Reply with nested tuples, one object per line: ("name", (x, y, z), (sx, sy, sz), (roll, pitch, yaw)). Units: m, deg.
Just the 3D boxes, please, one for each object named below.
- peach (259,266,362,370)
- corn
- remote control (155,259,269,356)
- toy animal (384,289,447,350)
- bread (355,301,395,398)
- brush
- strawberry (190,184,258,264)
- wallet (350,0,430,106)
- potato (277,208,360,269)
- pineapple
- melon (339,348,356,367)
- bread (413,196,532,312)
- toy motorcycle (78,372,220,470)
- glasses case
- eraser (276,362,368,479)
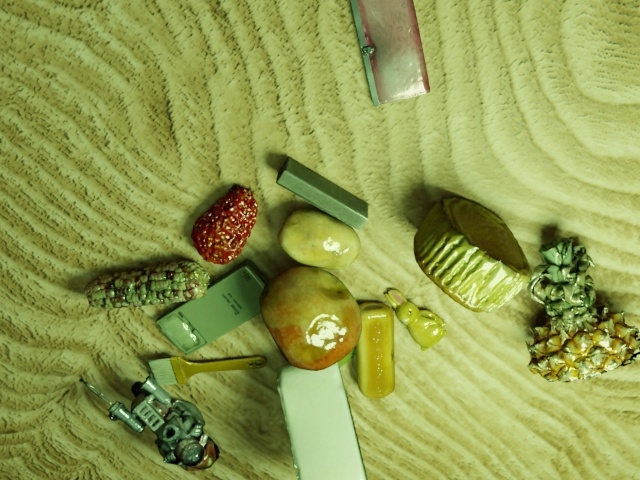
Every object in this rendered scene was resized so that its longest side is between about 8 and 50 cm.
("peach", (-0.031, 0.157, 1.781), (0.214, 0.214, 0.235), (-36, 120, 17))
("corn", (-0.383, 0.105, 1.840), (0.280, 0.092, 0.092), (-9, 115, 10))
("remote control", (-0.239, 0.158, 1.890), (0.285, 0.038, 0.123), (-34, 109, 19))
("toy animal", (0.203, 0.175, 1.866), (0.159, 0.070, 0.083), (40, 109, -10))
("bread", (0.122, 0.251, 1.898), (0.092, 0.074, 0.239), (-7, 117, -7))
("brush", (-0.262, 0.300, 1.957), (0.272, 0.013, 0.103), (-6, 136, 1))
("strawberry", (-0.207, -0.028, 1.772), (0.121, 0.082, 0.188), (28, 117, -8))
("wallet", (0.137, -0.385, 1.617), (0.119, 0.025, 0.232), (-12, 116, 7))
("potato", (0.000, 0.000, 1.763), (0.178, 0.109, 0.119), (18, 90, -11))
("pineapple", (0.528, 0.126, 1.762), (0.262, 0.262, 0.272), (-17, 101, 10))
("melon", (0.003, 0.298, 1.953), (0.114, 0.053, 0.262), (17, 121, -26))
("bread", (0.305, 0.031, 1.688), (0.227, 0.253, 0.142), (32, 116, -16))
("toy motorcycle", (-0.375, 0.413, 1.926), (0.134, 0.207, 0.401), (-43, 107, -2))
("glasses case", (0.005, -0.095, 1.737), (0.205, 0.071, 0.047), (30, 117, -13))
("eraser", (0.004, 0.414, 1.873), (0.149, 0.331, 0.331), (-17, 114, 1))
